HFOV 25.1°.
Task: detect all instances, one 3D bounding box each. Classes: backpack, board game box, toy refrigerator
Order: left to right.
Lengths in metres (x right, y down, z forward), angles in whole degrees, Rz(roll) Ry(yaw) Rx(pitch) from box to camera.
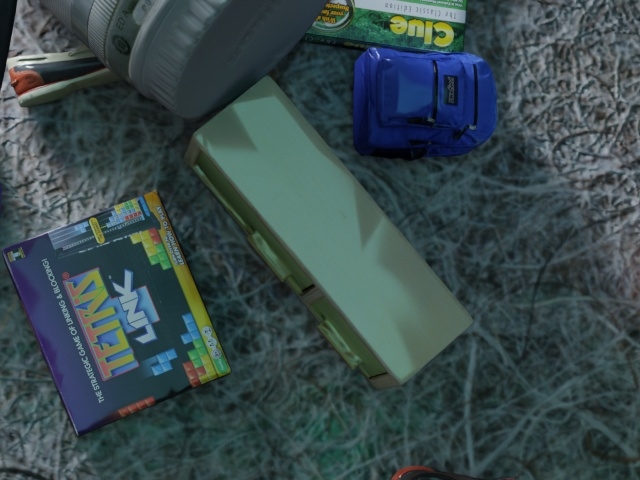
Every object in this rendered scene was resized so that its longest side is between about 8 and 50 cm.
[{"bbox_3d":[-0.172,0.062,1.215,0.141,0.048,0.170,-22,86,-14],"label":"board game box"},{"bbox_3d":[0.000,0.000,1.228,0.094,0.102,0.269,-40,91,-13],"label":"toy refrigerator"},{"bbox_3d":[0.008,-0.245,1.304,0.260,0.030,0.136,8,78,-9],"label":"board game box"},{"bbox_3d":[0.097,-0.119,1.265,0.120,0.101,0.098,3,88,-13],"label":"backpack"}]

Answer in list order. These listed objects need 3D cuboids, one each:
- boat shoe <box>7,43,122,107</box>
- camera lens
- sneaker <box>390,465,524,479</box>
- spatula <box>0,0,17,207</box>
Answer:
[{"bbox_3d":[-0.202,-0.155,1.244,0.137,0.049,0.043,-18,83,-8],"label":"boat shoe"},{"bbox_3d":[-0.141,-0.262,1.161,0.219,0.219,0.274,-43,78,-13],"label":"camera lens"},{"bbox_3d":[0.139,0.231,1.235,0.158,0.065,0.061,8,80,-9],"label":"sneaker"},{"bbox_3d":[-0.277,-0.098,1.153,0.084,0.030,0.296,0,121,-35],"label":"spatula"}]
